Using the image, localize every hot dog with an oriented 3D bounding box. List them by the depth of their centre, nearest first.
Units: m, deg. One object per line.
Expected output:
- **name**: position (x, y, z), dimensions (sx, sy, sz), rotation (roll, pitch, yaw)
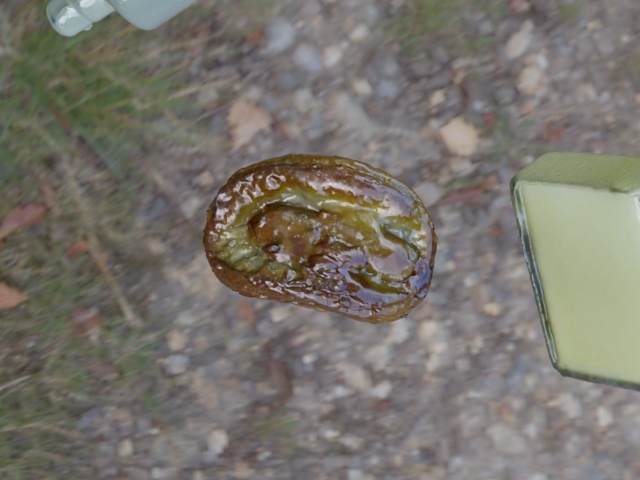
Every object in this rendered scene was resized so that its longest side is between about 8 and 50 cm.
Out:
- **hot dog**: position (0.000, -0.001, 1.183), dimensions (0.147, 0.065, 0.099), rotation (16, 74, 0)

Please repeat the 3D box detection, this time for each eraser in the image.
- **eraser**: position (0.212, 0.023, 1.395), dimensions (0.058, 0.117, 0.172), rotation (-38, 122, -40)

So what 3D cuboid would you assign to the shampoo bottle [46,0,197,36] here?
- **shampoo bottle**: position (-0.069, -0.209, 1.220), dimensions (0.262, 0.085, 0.085), rotation (-31, 93, 18)
